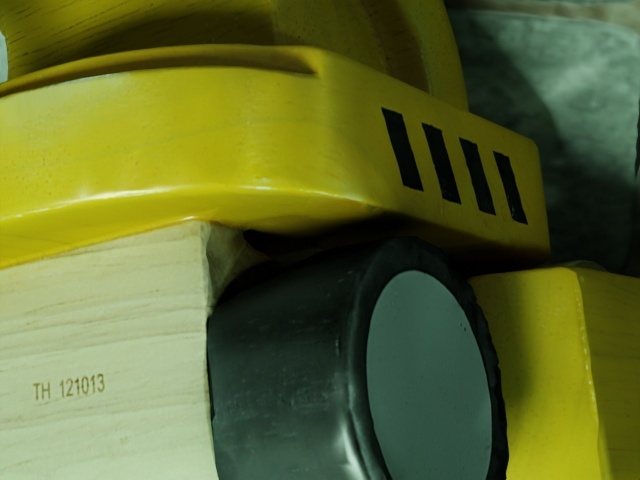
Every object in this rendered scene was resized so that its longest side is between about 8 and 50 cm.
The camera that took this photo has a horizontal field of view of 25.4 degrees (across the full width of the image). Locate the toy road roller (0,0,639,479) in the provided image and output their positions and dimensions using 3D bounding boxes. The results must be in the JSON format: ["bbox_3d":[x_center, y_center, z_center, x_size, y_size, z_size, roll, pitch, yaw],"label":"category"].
[{"bbox_3d":[0.000,0.000,0.524,0.202,0.240,0.329,-12,166,32],"label":"toy road roller"}]
